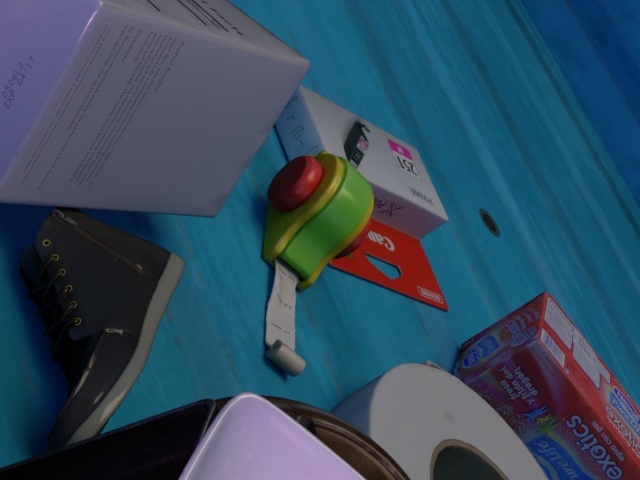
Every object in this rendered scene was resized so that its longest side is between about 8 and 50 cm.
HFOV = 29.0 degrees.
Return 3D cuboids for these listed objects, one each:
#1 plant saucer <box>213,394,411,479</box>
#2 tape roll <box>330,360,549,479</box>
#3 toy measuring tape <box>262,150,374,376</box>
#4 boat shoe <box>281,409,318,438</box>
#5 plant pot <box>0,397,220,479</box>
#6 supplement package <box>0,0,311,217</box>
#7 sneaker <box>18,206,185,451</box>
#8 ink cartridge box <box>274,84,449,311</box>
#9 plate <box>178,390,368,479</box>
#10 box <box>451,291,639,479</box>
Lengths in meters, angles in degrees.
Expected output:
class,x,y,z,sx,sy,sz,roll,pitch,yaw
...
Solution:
class,x,y,z,sx,sy,sz,roll,pitch,yaw
plant saucer,-0.003,0.248,0.965,0.310,0.050,0.310,25,42,-24
tape roll,0.149,0.303,1.233,0.392,0.072,0.392,41,27,-26
toy measuring tape,0.000,0.000,1.305,0.121,0.121,0.330,42,27,-25
boat shoe,0.030,0.237,0.706,0.132,0.130,0.355,-78,157,-56
plant pot,-0.121,0.232,0.719,0.167,0.187,0.188,62,20,-23
supplement package,-0.181,-0.142,1.034,0.175,0.177,0.293,41,17,25
sneaker,-0.191,0.067,0.940,0.118,0.083,0.222,29,36,-10
ink cartridge box,0.071,-0.050,1.566,0.275,0.060,0.239,22,38,-50
plate,-0.007,0.256,0.552,0.277,0.045,0.278,40,61,-17
box,0.303,0.234,1.512,0.300,0.142,0.154,51,24,-8
